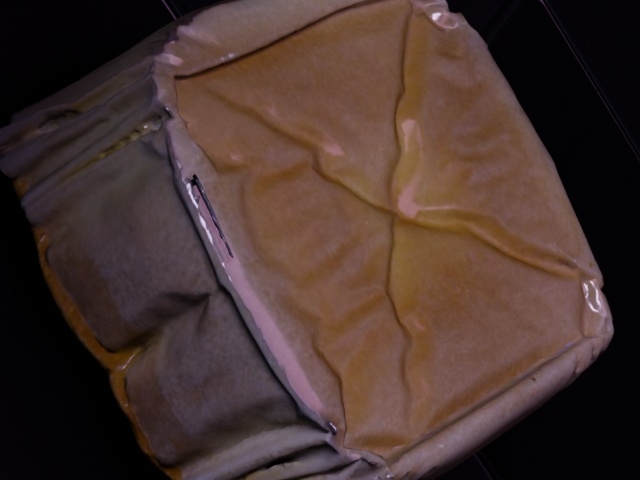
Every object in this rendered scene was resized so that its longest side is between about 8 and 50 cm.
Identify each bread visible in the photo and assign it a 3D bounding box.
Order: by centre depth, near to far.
[{"bbox_3d":[-0.002,0.001,0.694,0.210,0.110,0.192,-30,92,-51],"label":"bread"}]
